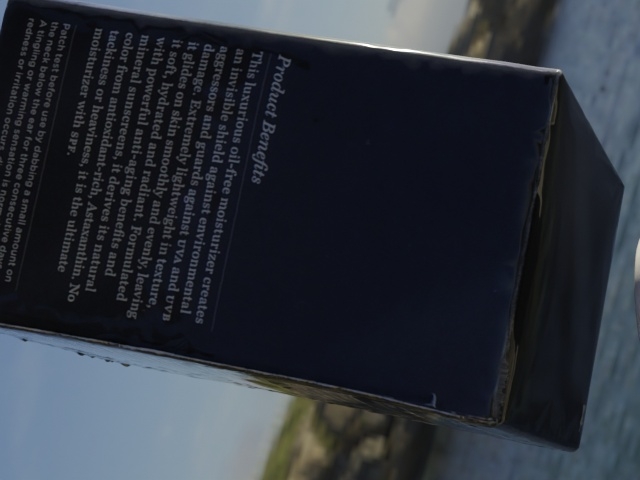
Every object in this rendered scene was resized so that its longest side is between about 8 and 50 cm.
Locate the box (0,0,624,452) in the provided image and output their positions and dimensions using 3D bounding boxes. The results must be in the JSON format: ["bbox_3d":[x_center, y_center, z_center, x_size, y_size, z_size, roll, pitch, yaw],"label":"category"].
[{"bbox_3d":[0.000,0.000,0.964,0.296,0.294,0.182,30,-109,-72],"label":"box"}]

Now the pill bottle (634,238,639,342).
[{"bbox_3d":[0.234,0.025,0.819,0.087,0.160,0.087,-4,-90,-69],"label":"pill bottle"}]
